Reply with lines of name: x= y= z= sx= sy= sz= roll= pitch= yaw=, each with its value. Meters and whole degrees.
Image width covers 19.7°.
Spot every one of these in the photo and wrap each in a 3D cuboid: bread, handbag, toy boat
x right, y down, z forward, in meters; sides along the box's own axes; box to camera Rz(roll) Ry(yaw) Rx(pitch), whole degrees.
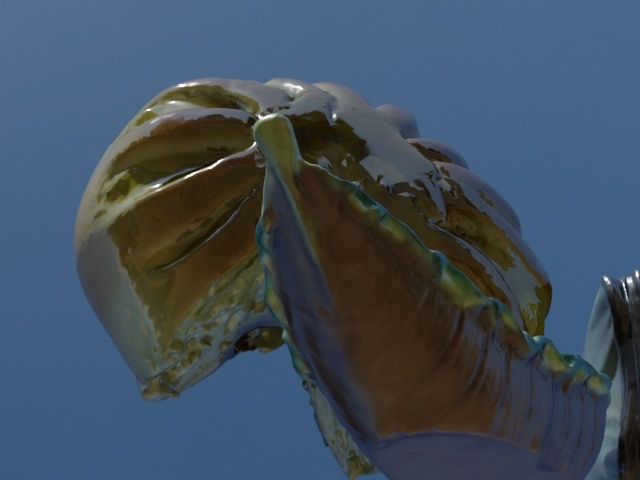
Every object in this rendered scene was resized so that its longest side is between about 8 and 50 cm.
bread: x=0.000 y=0.000 z=1.262 sx=0.333 sy=0.333 sz=0.160 roll=9 pitch=-48 yaw=-9
handbag: x=0.229 y=0.177 z=1.385 sx=0.075 sy=0.332 sz=0.191 roll=-2 pitch=-125 yaw=4
toy boat: x=0.047 y=0.054 z=0.817 sx=0.108 sy=0.293 sz=0.099 roll=-18 pitch=-123 yaw=22
